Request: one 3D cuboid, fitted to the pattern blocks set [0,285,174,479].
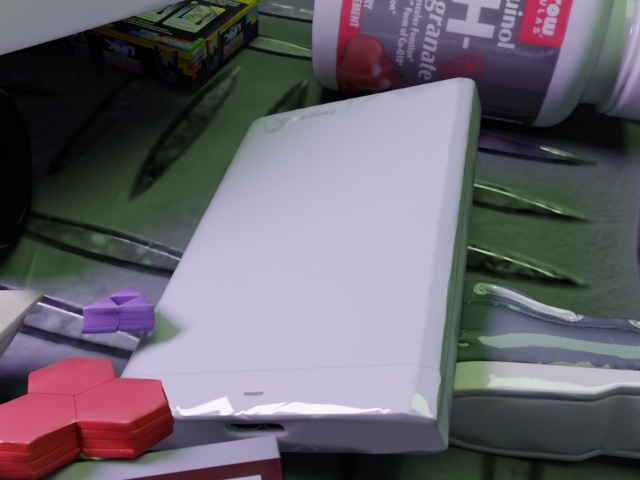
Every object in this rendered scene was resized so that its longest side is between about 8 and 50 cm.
[{"bbox_3d":[-0.251,0.060,0.357,0.324,0.026,0.285,-6,16,-17],"label":"pattern blocks set"}]

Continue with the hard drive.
[{"bbox_3d":[0.000,0.000,0.476,0.203,0.040,0.308,-7,41,23],"label":"hard drive"}]

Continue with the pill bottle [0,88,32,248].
[{"bbox_3d":[-0.337,-0.055,0.494,0.219,0.123,0.123,1,45,-2],"label":"pill bottle"}]

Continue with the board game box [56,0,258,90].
[{"bbox_3d":[-0.173,-0.233,0.739,0.170,0.048,0.141,20,45,16],"label":"board game box"}]

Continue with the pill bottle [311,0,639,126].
[{"bbox_3d":[0.162,-0.205,0.646,0.318,0.176,0.176,11,45,7],"label":"pill bottle"}]

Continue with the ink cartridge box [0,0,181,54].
[{"bbox_3d":[-0.317,-0.256,0.580,0.384,0.160,0.279,14,37,39],"label":"ink cartridge box"}]

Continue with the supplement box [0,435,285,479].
[{"bbox_3d":[-0.059,0.196,0.232,0.130,0.073,0.239,-5,44,-9],"label":"supplement box"}]

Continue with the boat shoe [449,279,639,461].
[{"bbox_3d":[0.219,0.076,0.414,0.319,0.116,0.099,3,48,6],"label":"boat shoe"}]
